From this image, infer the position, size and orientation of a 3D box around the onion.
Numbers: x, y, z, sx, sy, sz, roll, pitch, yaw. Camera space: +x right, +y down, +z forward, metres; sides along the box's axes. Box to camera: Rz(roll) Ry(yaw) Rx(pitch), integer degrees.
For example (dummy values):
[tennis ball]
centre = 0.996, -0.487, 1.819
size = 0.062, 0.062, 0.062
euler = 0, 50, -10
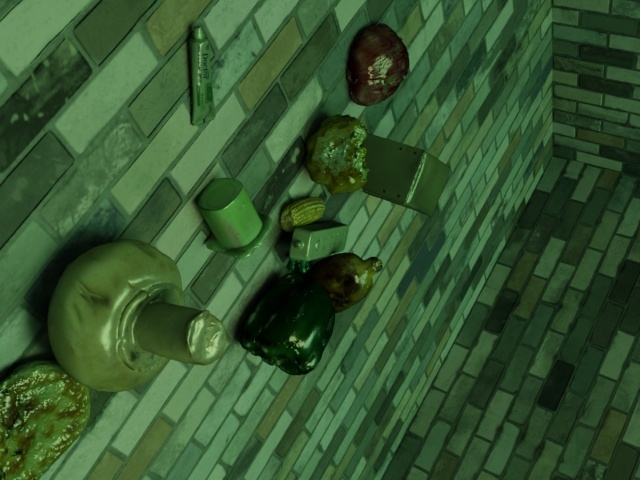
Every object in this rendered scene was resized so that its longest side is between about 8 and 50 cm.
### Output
[onion]
centre = 0.196, -0.522, 2.113
size = 0.283, 0.120, 0.227
euler = -48, 149, -35

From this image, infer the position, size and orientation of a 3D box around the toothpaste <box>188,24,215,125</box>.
[toothpaste]
centre = -0.254, -0.349, 1.537
size = 0.064, 0.041, 0.218
euler = -28, 135, -36

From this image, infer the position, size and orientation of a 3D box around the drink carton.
[drink carton]
centre = -0.211, -0.063, 1.701
size = 0.144, 0.146, 0.142
euler = -52, 139, -29

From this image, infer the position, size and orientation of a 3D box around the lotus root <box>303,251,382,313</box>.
[lotus root]
centre = 0.053, 0.124, 2.148
size = 0.169, 0.314, 0.141
euler = 51, 35, -10

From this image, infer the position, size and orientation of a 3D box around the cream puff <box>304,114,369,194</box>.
[cream puff]
centre = 0.052, -0.241, 2.012
size = 0.195, 0.195, 0.220
euler = -15, 109, -56

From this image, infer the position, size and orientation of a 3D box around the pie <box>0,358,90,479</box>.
[pie]
centre = -0.577, 0.371, 1.419
size = 0.302, 0.067, 0.302
euler = -35, 135, -44

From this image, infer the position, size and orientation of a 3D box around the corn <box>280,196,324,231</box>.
[corn]
centre = -0.049, -0.077, 2.035
size = 0.165, 0.063, 0.085
euler = -21, 115, -56

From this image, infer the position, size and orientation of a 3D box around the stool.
[stool]
centre = 0.222, -0.205, 2.204
size = 0.244, 0.270, 0.170
euler = 16, 96, -61

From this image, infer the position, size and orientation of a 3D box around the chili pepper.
[chili pepper]
centre = -0.082, 0.236, 2.022
size = 0.256, 0.233, 0.248
euler = -61, 167, -22

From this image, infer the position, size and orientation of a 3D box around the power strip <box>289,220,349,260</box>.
[power strip]
centre = 0.000, 0.000, 2.092
size = 0.385, 0.062, 0.091
euler = -14, 116, -71

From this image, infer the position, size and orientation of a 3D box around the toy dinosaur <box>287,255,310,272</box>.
[toy dinosaur]
centre = -0.060, 0.040, 2.111
size = 0.132, 0.059, 0.096
euler = -18, 115, -65

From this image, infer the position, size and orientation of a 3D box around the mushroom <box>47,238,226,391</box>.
[mushroom]
centre = -0.349, 0.166, 1.403
size = 0.314, 0.336, 0.314
euler = -23, 119, -51
